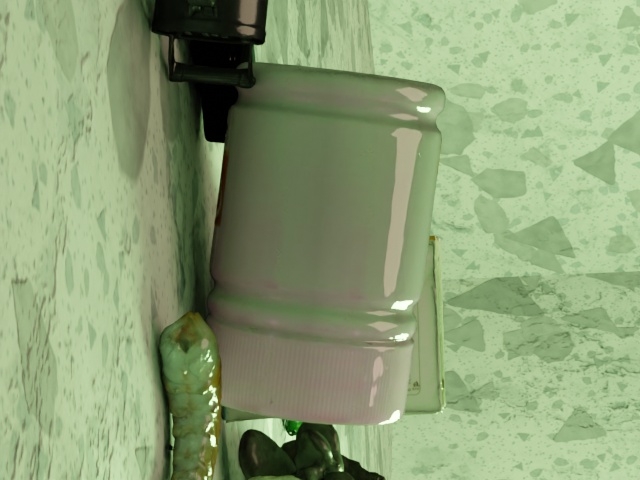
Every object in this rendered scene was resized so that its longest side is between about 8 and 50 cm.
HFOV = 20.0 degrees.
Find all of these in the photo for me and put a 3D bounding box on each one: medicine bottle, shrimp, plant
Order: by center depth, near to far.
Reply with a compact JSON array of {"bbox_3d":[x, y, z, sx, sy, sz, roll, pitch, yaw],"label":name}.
[{"bbox_3d":[-0.117,0.155,1.498,0.166,0.049,0.161,-71,160,-53],"label":"shrimp"},{"bbox_3d":[0.000,0.000,1.691,0.202,0.202,0.315,-21,119,-84],"label":"medicine bottle"},{"bbox_3d":[-0.006,0.271,1.892,0.274,0.146,0.149,80,24,-67],"label":"plant"}]

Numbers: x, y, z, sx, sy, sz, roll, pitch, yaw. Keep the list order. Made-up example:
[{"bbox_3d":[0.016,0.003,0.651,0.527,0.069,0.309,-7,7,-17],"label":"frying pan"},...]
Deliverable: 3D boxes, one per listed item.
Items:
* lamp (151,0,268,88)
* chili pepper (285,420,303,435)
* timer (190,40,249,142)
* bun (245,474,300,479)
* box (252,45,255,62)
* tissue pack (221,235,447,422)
[{"bbox_3d":[-0.089,-0.252,1.538,0.172,0.147,0.227,128,-34,-89],"label":"lamp"},{"bbox_3d":[-0.024,0.167,2.267,0.216,0.062,0.108,73,16,-60],"label":"chili pepper"},{"bbox_3d":[-0.100,-0.203,1.752,0.187,0.055,0.144,87,7,-45],"label":"timer"},{"bbox_3d":[-0.055,0.331,1.684,0.221,0.108,0.221,174,-90,-89],"label":"bun"},{"bbox_3d":[-0.088,-0.182,1.935,0.091,0.031,0.126,-66,152,-77],"label":"box"},{"bbox_3d":[0.013,0.089,1.856,0.124,0.225,0.185,23,65,-84],"label":"tissue pack"}]
